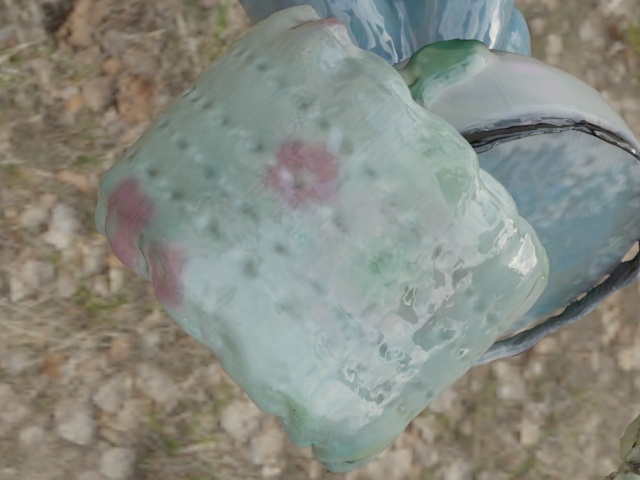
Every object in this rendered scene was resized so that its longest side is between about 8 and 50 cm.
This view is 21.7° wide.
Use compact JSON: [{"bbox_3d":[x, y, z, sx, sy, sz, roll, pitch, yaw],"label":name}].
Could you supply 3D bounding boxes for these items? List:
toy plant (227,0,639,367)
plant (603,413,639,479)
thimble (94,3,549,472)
[{"bbox_3d":[0.052,-0.109,1.075,0.247,0.247,0.332,11,46,-36],"label":"toy plant"},{"bbox_3d":[0.185,0.096,0.710,0.104,0.122,0.116,46,44,17],"label":"plant"},{"bbox_3d":[0.000,0.000,0.793,0.149,0.211,0.185,-45,83,-2],"label":"thimble"}]
